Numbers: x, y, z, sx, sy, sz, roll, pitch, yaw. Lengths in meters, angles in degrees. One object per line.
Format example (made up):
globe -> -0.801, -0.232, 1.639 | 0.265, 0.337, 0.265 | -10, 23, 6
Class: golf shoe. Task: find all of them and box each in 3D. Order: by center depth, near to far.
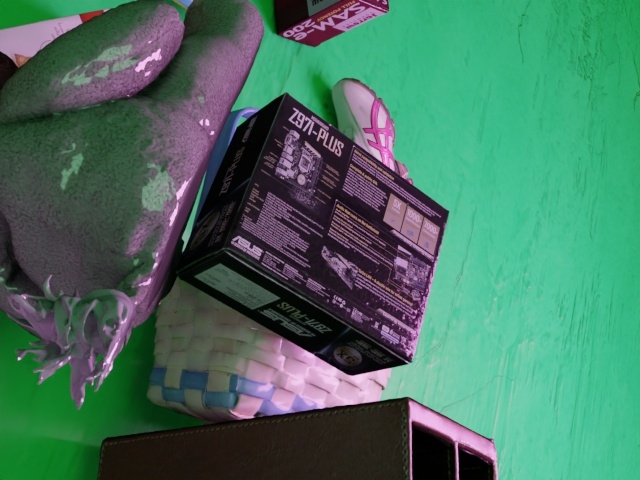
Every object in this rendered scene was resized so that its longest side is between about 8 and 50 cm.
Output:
golf shoe -> 0.055, -0.111, 1.003 | 0.086, 0.067, 0.186 | -34, 105, -43

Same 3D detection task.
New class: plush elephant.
plush elephant -> -0.213, -0.046, 0.521 | 0.255, 0.272, 0.330 | 21, 27, -5

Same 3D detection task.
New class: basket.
basket -> -0.034, 0.048, 0.777 | 0.254, 0.201, 0.289 | 34, 66, -37

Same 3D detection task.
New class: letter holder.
letter holder -> -0.028, 0.260, 0.622 | 0.152, 0.301, 0.214 | 35, 49, -47

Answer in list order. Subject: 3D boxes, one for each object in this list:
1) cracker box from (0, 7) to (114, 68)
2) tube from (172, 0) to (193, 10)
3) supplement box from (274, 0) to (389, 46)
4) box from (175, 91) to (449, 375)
cracker box -> -0.253, -0.098, 0.688 | 0.232, 0.067, 0.156 | -31, 104, -45
tube -> -0.170, -0.286, 0.802 | 0.207, 0.052, 0.080 | 20, 72, -46
supplement box -> 0.004, -0.372, 0.967 | 0.073, 0.130, 0.239 | 4, 77, -44
box -> 0.000, 0.000, 0.633 | 0.180, 0.077, 0.147 | 32, 58, -24
